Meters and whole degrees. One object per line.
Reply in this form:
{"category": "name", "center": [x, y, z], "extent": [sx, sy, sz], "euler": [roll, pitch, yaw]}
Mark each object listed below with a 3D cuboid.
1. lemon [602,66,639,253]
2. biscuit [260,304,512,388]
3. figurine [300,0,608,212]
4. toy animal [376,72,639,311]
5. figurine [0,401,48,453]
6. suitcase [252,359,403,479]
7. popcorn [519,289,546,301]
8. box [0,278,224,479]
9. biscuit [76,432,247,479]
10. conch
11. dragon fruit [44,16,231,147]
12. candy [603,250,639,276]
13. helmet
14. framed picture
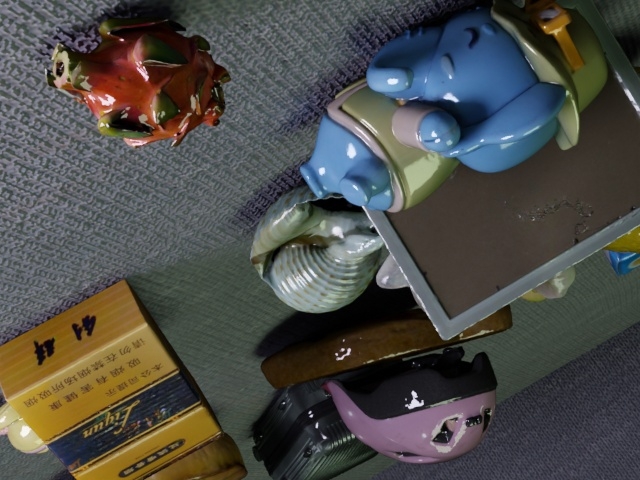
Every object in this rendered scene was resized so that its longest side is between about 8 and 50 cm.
{"category": "lemon", "center": [0.320, -0.084, 1.575], "extent": [0.192, 0.192, 0.231], "euler": [-32, -163, 9]}
{"category": "biscuit", "center": [0.102, 0.126, 1.998], "extent": [0.314, 0.063, 0.367], "euler": [-20, 172, 32]}
{"category": "figurine", "center": [0.111, -0.106, 1.249], "extent": [0.262, 0.154, 0.180], "euler": [-32, 176, -3]}
{"category": "toy animal", "center": [0.204, -0.036, 1.431], "extent": [0.308, 0.266, 0.188], "euler": [12, -159, 30]}
{"category": "figurine", "center": [-0.259, 0.168, 1.607], "extent": [0.187, 0.083, 0.083], "euler": [-22, 164, -1]}
{"category": "suitcase", "center": [0.022, 0.280, 2.319], "extent": [0.202, 0.128, 0.312], "euler": [-22, 162, -25]}
{"category": "popcorn", "center": [0.249, 0.016, 1.936], "extent": [0.126, 0.126, 0.145], "euler": [-9, -169, 26]}
{"category": "box", "center": [-0.207, 0.155, 1.510], "extent": [0.152, 0.070, 0.237], "euler": [-29, 141, -4]}
{"category": "biscuit", "center": [-0.248, 0.347, 2.113], "extent": [0.296, 0.102, 0.296], "euler": [-23, 164, -7]}
{"category": "conch", "center": [-0.002, -0.003, 1.458], "extent": [0.135, 0.102, 0.153], "euler": [20, 120, -30]}
{"category": "dragon fruit", "center": [-0.119, -0.102, 0.989], "extent": [0.116, 0.086, 0.081], "euler": [-9, -166, -33]}
{"category": "candy", "center": [0.449, -0.103, 1.825], "extent": [0.306, 0.157, 0.100], "euler": [-30, 164, 6]}
{"category": "helmet", "center": [0.131, 0.227, 2.041], "extent": [0.198, 0.154, 0.253], "euler": [-12, 169, -35]}
{"category": "framed picture", "center": [0.172, -0.069, 1.364], "extent": [0.273, 0.216, 0.016], "euler": [-30, 180, 6]}
